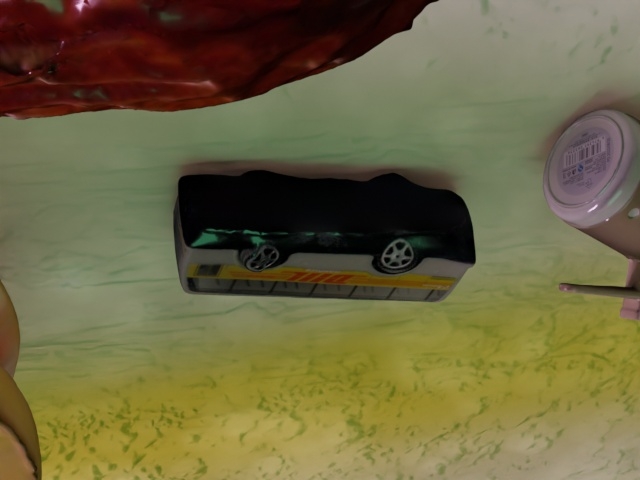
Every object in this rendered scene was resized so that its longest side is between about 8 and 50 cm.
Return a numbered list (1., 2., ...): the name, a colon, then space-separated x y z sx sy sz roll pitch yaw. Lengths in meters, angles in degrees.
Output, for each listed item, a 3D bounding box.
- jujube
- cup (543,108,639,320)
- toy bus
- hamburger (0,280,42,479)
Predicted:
1. jujube: -0.054 -0.141 0.594 0.290 0.197 0.197 -20 139 7
2. cup: 0.174 -0.015 0.878 0.099 0.074 0.102 25 106 -33
3. toy bus: 0.000 0.000 0.871 0.172 0.057 0.072 2 146 -17
4. hamburger: -0.293 0.101 0.807 0.261 0.186 0.303 9 125 -26
